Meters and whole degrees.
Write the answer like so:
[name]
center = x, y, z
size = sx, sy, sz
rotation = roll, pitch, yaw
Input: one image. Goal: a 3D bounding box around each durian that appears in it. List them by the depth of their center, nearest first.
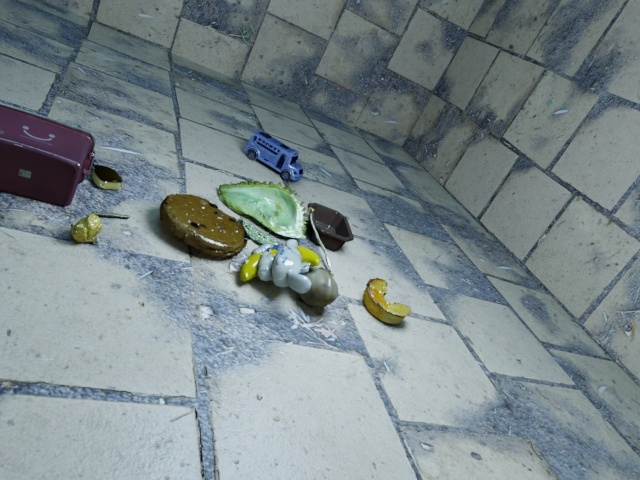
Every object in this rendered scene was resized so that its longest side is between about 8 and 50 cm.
[durian]
center = -0.212, -0.120, 1.919
size = 0.394, 0.163, 0.198
rotation = 26, 62, 5

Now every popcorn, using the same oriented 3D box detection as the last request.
[popcorn]
center = -0.600, -0.021, 1.311
size = 0.084, 0.084, 0.084
rotation = 23, 24, -11

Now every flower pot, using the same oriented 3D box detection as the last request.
[flower pot]
center = 0.024, -0.047, 2.001
size = 0.179, 0.084, 0.251
rotation = 20, 24, -17

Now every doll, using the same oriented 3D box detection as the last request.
[doll]
center = -0.116, 0.072, 1.513
size = 0.237, 0.111, 0.252
rotation = 4, 24, 12

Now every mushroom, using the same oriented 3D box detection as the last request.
[mushroom]
center = 0.000, 0.003, 1.836
size = 0.026, 0.028, 0.286
rotation = -14, 68, -8

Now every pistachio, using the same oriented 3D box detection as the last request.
[pistachio]
center = -0.011, 0.137, 1.547
size = 0.124, 0.124, 0.185
rotation = 15, 21, -28

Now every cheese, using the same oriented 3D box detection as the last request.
[cheese]
center = -0.703, -0.217, 1.621
size = 0.086, 0.036, 0.162
rotation = -7, 41, -48

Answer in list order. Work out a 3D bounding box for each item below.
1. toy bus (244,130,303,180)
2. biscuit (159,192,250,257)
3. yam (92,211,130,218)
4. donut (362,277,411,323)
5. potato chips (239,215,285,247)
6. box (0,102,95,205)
[toy bus]
center = -0.204, -0.400, 2.398
size = 0.292, 0.133, 0.125
rotation = 32, 24, 9
[biscuit]
center = -0.366, -0.044, 1.587
size = 0.296, 0.075, 0.296
rotation = 28, 20, -11
[yam]
center = -0.605, -0.072, 1.464
size = 0.107, 0.014, 0.014
rotation = 5, 33, -42
[donut]
center = 0.210, 0.210, 1.705
size = 0.146, 0.078, 0.181
rotation = -5, 46, -49
[potato chips]
center = -0.217, -0.023, 1.762
size = 0.207, 0.028, 0.092
rotation = 36, 23, 13
[box]
center = -0.784, -0.223, 1.378
size = 0.294, 0.193, 0.167
rotation = 16, 35, -27
